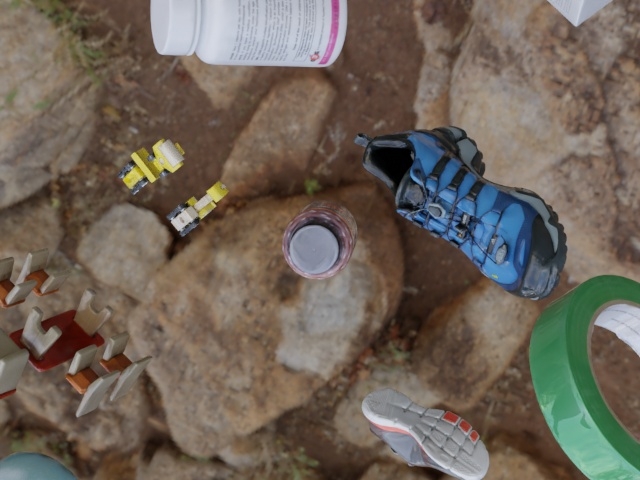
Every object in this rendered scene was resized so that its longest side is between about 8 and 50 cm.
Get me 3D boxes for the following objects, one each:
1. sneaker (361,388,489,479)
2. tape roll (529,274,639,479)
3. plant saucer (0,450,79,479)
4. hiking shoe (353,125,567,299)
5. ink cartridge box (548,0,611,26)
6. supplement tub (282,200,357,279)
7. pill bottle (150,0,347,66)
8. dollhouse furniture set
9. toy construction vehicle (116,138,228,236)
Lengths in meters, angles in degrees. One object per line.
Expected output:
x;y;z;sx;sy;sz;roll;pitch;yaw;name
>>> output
0.114;0.217;1.061;0.158;0.061;0.065;29;140;36;sneaker
0.447;0.209;1.422;0.321;0.321;0.077;31;138;-16;tape roll
-0.378;0.435;1.278;0.317;0.318;0.043;9;-173;37;plant saucer
0.147;-0.028;1.083;0.132;0.113;0.304;-1;-150;-25;hiking shoe
0.328;-0.443;1.284;0.233;0.168;0.171;50;169;19;ink cartridge box
0.000;0.000;1.466;0.106;0.106;0.198;25;-171;1;supplement tub
-0.114;-0.357;1.555;0.283;0.160;0.160;-3;170;-22;pill bottle
-0.439;0.166;1.511;0.262;0.135;0.259;43;-152;15;dollhouse furniture set
-0.130;-0.053;0.880;0.086;0.035;0.098;50;144;-4;toy construction vehicle
